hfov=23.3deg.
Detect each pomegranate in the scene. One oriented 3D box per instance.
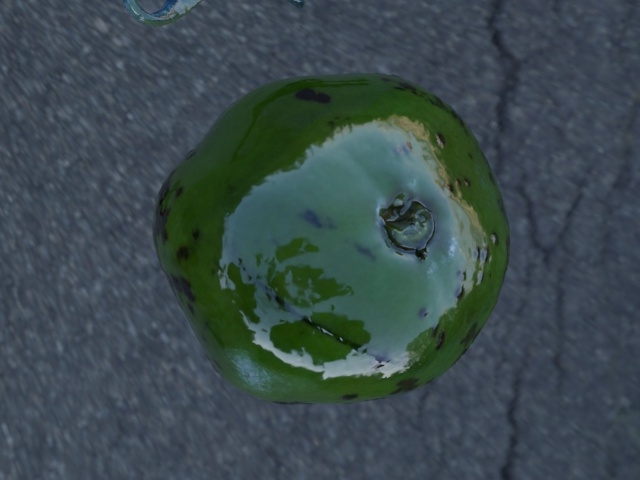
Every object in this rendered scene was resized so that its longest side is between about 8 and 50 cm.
[{"bbox_3d":[0.000,0.000,1.111,0.254,0.270,0.254,-1,91,-33],"label":"pomegranate"}]

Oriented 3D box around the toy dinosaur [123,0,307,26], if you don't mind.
[{"bbox_3d":[-0.037,-0.256,1.170,0.147,0.363,0.076,29,140,-9],"label":"toy dinosaur"}]
